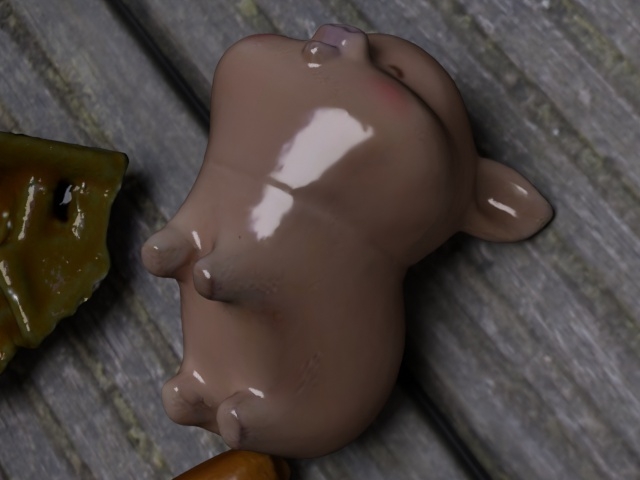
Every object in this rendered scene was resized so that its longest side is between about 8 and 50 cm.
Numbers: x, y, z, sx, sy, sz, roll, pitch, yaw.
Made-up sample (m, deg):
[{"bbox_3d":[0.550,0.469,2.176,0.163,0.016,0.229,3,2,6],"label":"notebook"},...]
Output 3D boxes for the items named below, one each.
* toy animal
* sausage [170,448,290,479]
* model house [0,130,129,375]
[{"bbox_3d":[0.000,0.000,1.350,0.237,0.269,0.326,23,123,36],"label":"toy animal"},{"bbox_3d":[-0.121,0.241,1.404,0.238,0.098,0.098,-38,58,-6],"label":"sausage"},{"bbox_3d":[-0.307,0.023,1.561,0.268,0.173,0.239,1,77,36],"label":"model house"}]
